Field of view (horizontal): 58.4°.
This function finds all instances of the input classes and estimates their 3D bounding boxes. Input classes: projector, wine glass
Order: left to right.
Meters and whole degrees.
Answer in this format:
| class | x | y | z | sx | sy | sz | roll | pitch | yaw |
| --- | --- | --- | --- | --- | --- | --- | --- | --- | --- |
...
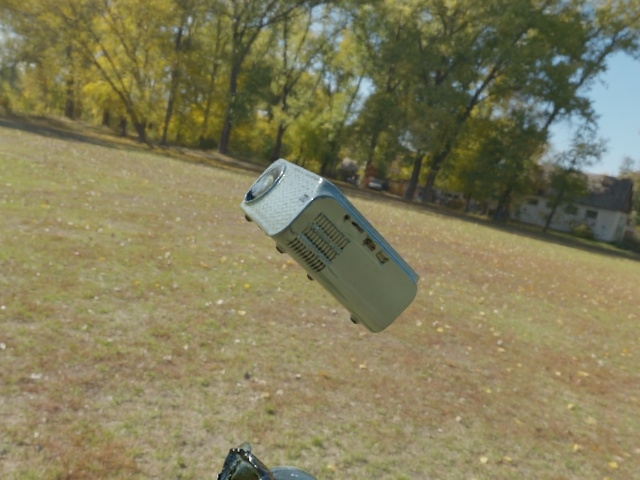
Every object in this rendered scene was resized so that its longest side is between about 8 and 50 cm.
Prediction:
| class | x | y | z | sx | sy | sz | roll | pitch | yaw |
| --- | --- | --- | --- | --- | --- | --- | --- | --- | --- |
| wine glass | -0.053 | 0.402 | 0.903 | 0.202 | 0.093 | 0.093 | 34 | 2 | -14 |
| projector | 0.000 | 0.000 | 0.796 | 0.198 | 0.108 | 0.250 | 46 | -2 | -24 |

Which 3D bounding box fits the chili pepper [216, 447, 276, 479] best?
| class | x | y | z | sx | sy | sz | roll | pitch | yaw |
| --- | --- | --- | --- | --- | --- | --- | --- | --- | --- |
| chili pepper | -0.090 | 0.381 | 0.662 | 0.116 | 0.148 | 0.264 | 6 | 45 | 3 |
